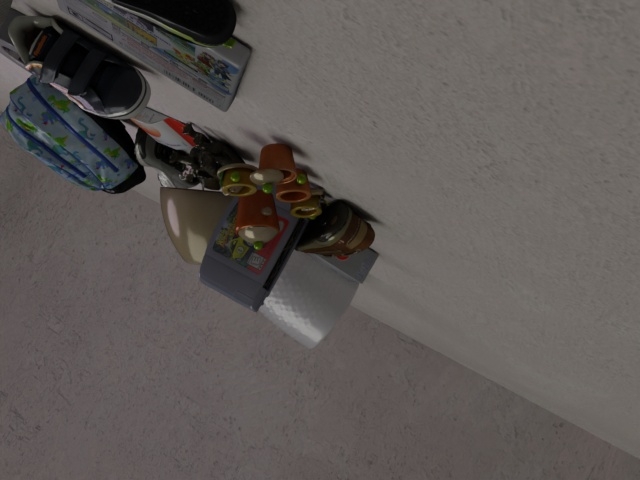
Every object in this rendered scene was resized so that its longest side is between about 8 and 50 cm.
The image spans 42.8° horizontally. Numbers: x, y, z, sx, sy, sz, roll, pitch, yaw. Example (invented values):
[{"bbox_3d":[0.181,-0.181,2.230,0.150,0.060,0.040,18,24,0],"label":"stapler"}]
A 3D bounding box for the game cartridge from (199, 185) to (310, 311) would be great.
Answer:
[{"bbox_3d":[-0.152,-0.005,1.869,0.196,0.294,0.060,24,173,34],"label":"game cartridge"}]

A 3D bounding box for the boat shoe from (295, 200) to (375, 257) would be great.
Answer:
[{"bbox_3d":[0.028,-0.008,1.848,0.120,0.123,0.324,29,173,-14],"label":"boat shoe"}]

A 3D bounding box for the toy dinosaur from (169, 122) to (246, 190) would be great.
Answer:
[{"bbox_3d":[-0.231,-0.179,1.842,0.160,0.121,0.313,21,174,-43],"label":"toy dinosaur"}]

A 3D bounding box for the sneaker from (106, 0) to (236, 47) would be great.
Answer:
[{"bbox_3d":[-0.213,-0.304,1.027,0.234,0.084,0.097,31,173,-11],"label":"sneaker"}]

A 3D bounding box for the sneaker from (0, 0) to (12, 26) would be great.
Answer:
[{"bbox_3d":[-0.657,-0.472,1.461,0.150,0.135,0.366,38,162,-4],"label":"sneaker"}]

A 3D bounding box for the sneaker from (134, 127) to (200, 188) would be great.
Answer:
[{"bbox_3d":[-0.417,-0.226,2.227,0.108,0.100,0.271,-3,154,21],"label":"sneaker"}]

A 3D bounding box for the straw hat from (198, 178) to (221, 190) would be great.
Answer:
[{"bbox_3d":[-0.289,-0.166,2.188,0.144,0.061,0.144,29,172,4],"label":"straw hat"}]

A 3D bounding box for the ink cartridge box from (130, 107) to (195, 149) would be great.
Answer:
[{"bbox_3d":[-0.357,-0.254,1.961,0.179,0.045,0.145,28,172,29],"label":"ink cartridge box"}]

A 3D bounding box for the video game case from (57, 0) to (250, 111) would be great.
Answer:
[{"bbox_3d":[-0.266,-0.326,1.252,0.329,0.036,0.300,32,172,-7],"label":"video game case"}]

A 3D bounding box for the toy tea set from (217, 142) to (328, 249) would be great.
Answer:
[{"bbox_3d":[-0.102,-0.073,1.649,0.200,0.124,0.336,-7,161,10],"label":"toy tea set"}]

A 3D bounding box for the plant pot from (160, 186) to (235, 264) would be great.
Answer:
[{"bbox_3d":[-0.281,-0.033,2.125,0.284,0.191,0.284,6,-177,0],"label":"plant pot"}]

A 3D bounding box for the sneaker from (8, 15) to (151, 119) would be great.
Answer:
[{"bbox_3d":[-0.482,-0.339,1.593,0.321,0.126,0.127,28,177,22],"label":"sneaker"}]

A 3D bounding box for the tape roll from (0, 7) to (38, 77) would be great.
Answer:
[{"bbox_3d":[-0.636,-0.424,1.807,0.219,0.072,0.219,30,172,5],"label":"tape roll"}]

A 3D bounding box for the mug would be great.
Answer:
[{"bbox_3d":[-0.080,0.121,2.615,0.328,0.276,0.374,36,-158,-6],"label":"mug"}]

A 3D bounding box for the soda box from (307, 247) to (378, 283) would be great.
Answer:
[{"bbox_3d":[0.000,0.000,2.078,0.286,0.091,0.098,33,172,-19],"label":"soda box"}]

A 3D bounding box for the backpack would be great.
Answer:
[{"bbox_3d":[-0.643,-0.289,2.107,0.290,0.273,0.355,54,168,23],"label":"backpack"}]
